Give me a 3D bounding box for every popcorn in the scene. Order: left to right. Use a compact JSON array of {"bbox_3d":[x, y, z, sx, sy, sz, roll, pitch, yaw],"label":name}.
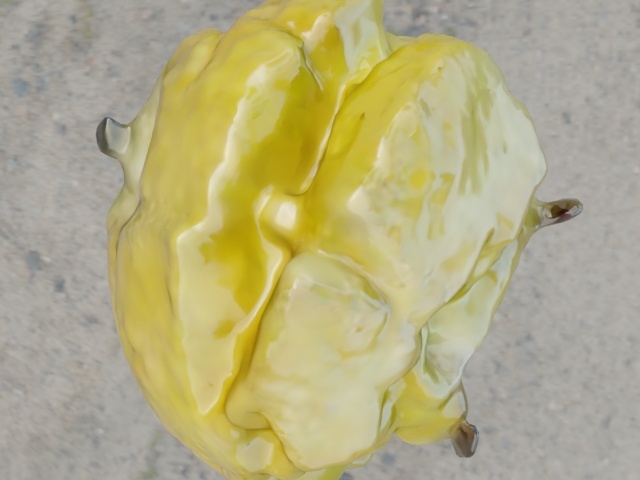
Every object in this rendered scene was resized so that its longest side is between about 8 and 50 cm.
[{"bbox_3d":[0.000,0.000,0.437,0.152,0.167,0.148,17,47,-9],"label":"popcorn"}]
